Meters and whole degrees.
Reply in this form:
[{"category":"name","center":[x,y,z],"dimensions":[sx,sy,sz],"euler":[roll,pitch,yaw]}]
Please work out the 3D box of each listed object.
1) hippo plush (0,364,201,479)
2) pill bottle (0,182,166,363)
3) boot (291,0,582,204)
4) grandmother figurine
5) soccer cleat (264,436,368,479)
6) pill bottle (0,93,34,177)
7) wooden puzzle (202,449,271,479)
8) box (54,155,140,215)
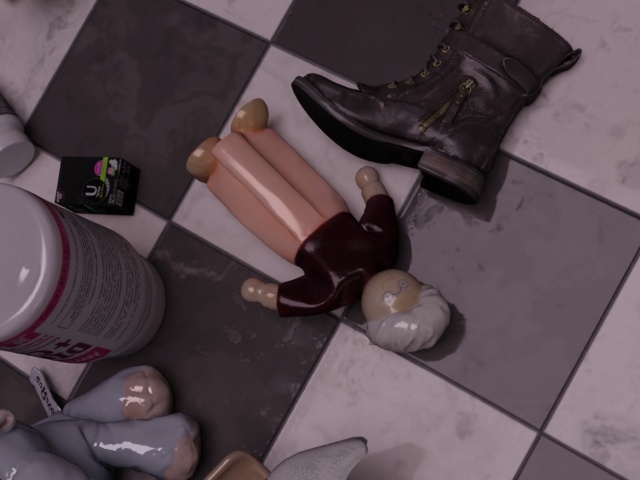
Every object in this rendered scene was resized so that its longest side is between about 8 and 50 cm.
[{"category":"hippo plush","center":[-0.278,0.227,1.109],"dimensions":[0.294,0.236,0.234],"euler":[41,92,20]},{"category":"pill bottle","center":[-0.285,0.048,1.125],"dimensions":[0.160,0.283,0.160],"euler":[-4,77,16]},{"category":"boot","center":[0.126,-0.184,1.150],"dimensions":[0.263,0.091,0.229],"euler":[29,80,4]},{"category":"grandmother figurine","center":[0.000,0.000,1.145],"dimensions":[0.342,0.104,0.208],"euler":[42,86,21]},{"category":"soccer cleat","center":[0.068,0.344,1.007],"dimensions":[0.143,0.116,0.331],"euler":[-30,95,-3]},{"category":"pill bottle","center":[-0.425,-0.148,1.320],"dimensions":[0.078,0.078,0.137],"euler":[-43,70,4]},{"category":"wooden puzzle","center":[-0.075,0.369,1.088],"dimensions":[0.238,0.044,0.221],"euler":[44,93,-3]},{"category":"box","center":[-0.271,-0.066,1.269],"dimensions":[0.083,0.052,0.062],"euler":[3,78,18]}]
